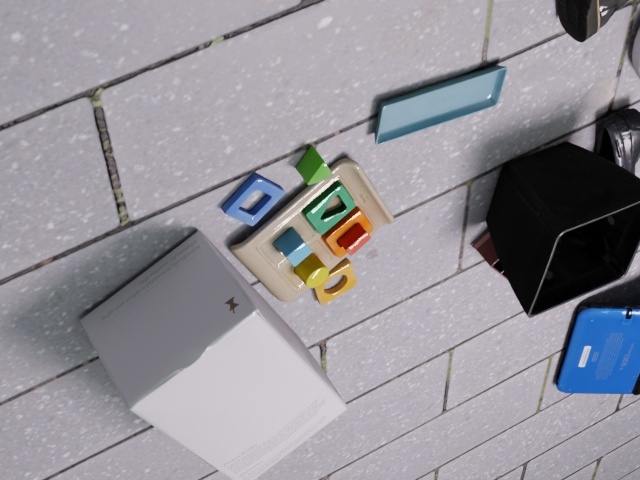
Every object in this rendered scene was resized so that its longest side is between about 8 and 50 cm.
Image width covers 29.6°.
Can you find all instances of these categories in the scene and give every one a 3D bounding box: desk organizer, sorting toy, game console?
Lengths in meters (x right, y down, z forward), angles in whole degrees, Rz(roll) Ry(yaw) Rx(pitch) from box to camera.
[{"bbox_3d":[0.288,0.028,1.883,0.047,0.050,0.130,-43,147,10],"label":"desk organizer"},{"bbox_3d":[0.000,0.000,1.583,0.196,0.047,0.348,-37,148,1],"label":"sorting toy"},{"bbox_3d":[0.595,0.156,2.355,0.250,0.173,0.293,1,141,0],"label":"game console"}]

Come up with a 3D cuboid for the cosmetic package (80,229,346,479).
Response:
[{"bbox_3d":[-0.126,0.167,1.578,0.197,0.155,0.365,-36,147,-1],"label":"cosmetic package"}]

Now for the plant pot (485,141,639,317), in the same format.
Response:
[{"bbox_3d":[0.346,-0.031,1.756,0.188,0.167,0.187,-21,144,-24],"label":"plant pot"}]

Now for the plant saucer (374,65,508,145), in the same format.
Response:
[{"bbox_3d":[0.151,-0.175,1.531,0.192,0.018,0.067,-19,144,-23],"label":"plant saucer"}]

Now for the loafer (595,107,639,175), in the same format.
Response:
[{"bbox_3d":[0.438,-0.104,1.841,0.078,0.076,0.223,-18,139,-18],"label":"loafer"}]

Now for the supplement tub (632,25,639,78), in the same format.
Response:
[{"bbox_3d":[0.608,-0.212,1.616,0.241,0.331,0.241,-25,146,-18],"label":"supplement tub"}]

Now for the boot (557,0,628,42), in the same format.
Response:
[{"bbox_3d":[0.360,-0.346,1.472,0.137,0.077,0.198,-35,159,-13],"label":"boot"}]
